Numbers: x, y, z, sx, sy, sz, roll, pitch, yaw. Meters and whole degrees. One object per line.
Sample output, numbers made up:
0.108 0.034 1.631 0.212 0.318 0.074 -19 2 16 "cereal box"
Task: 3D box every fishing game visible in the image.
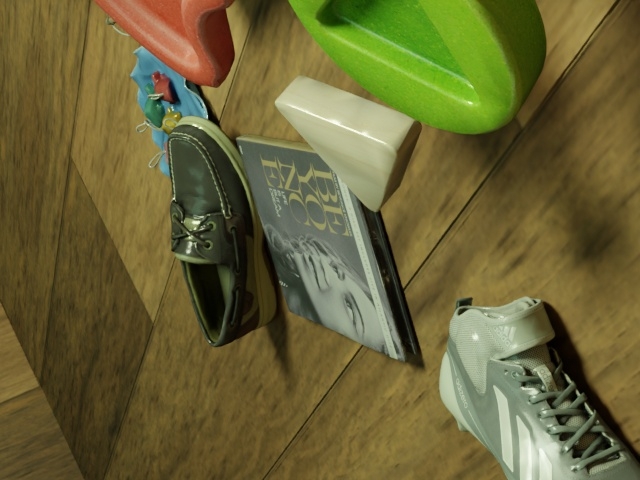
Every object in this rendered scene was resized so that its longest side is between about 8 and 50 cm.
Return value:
-0.140 -0.096 1.394 0.189 0.041 0.264 13 125 64 "fishing game"

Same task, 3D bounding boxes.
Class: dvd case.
0.000 0.000 1.180 0.221 0.018 0.165 16 126 64 "dvd case"

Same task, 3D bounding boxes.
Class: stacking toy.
-0.003 -0.171 0.713 0.279 0.130 0.309 40 161 -2 "stacking toy"

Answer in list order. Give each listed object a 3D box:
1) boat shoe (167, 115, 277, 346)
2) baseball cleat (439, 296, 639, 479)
-0.096 -0.001 1.313 0.080 0.073 0.224 14 131 36 "boat shoe"
0.134 0.103 0.884 0.206 0.072 0.109 37 138 47 "baseball cleat"
